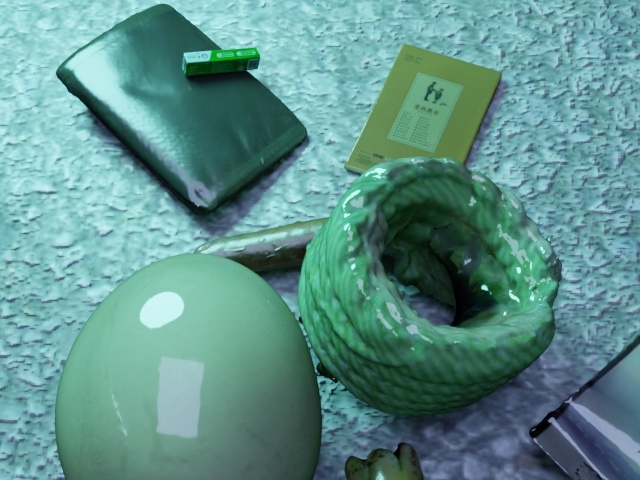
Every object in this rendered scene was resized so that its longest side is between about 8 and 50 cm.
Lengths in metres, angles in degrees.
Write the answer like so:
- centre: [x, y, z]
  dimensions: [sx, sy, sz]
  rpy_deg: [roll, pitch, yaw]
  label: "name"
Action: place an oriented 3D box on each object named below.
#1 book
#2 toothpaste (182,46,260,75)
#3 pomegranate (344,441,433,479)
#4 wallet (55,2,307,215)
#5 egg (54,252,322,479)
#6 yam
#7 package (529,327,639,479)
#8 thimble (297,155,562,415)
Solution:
- centre: [0.111, -0.129, 1.001]
  dimensions: [0.118, 0.012, 0.172]
  rpy_deg: [21, 68, 14]
  label: "book"
- centre: [-0.107, -0.194, 1.011]
  dimensions: [0.083, 0.020, 0.017]
  rpy_deg: [-9, 59, -20]
  label: "toothpaste"
- centre: [0.067, 0.264, 0.733]
  dimensions: [0.202, 0.202, 0.248]
  rpy_deg: [-15, 33, -3]
  label: "pomegranate"
- centre: [-0.149, -0.145, 1.010]
  dimensions: [0.168, 0.052, 0.245]
  rpy_deg: [-39, 72, -25]
  label: "wallet"
- centre: [-0.107, 0.141, 0.772]
  dimensions: [0.219, 0.219, 0.269]
  rpy_deg: [-9, 59, 0]
  label: "egg"
- centre: [0.000, 0.000, 0.929]
  dimensions: [0.264, 0.046, 0.046]
  rpy_deg: [-10, 64, -2]
  label: "yam"
- centre: [0.333, 0.170, 0.816]
  dimensions: [0.251, 0.062, 0.204]
  rpy_deg: [-34, 66, -20]
  label: "package"
- centre: [0.093, 0.042, 0.813]
  dimensions: [0.219, 0.150, 0.219]
  rpy_deg: [9, 59, -15]
  label: "thimble"
